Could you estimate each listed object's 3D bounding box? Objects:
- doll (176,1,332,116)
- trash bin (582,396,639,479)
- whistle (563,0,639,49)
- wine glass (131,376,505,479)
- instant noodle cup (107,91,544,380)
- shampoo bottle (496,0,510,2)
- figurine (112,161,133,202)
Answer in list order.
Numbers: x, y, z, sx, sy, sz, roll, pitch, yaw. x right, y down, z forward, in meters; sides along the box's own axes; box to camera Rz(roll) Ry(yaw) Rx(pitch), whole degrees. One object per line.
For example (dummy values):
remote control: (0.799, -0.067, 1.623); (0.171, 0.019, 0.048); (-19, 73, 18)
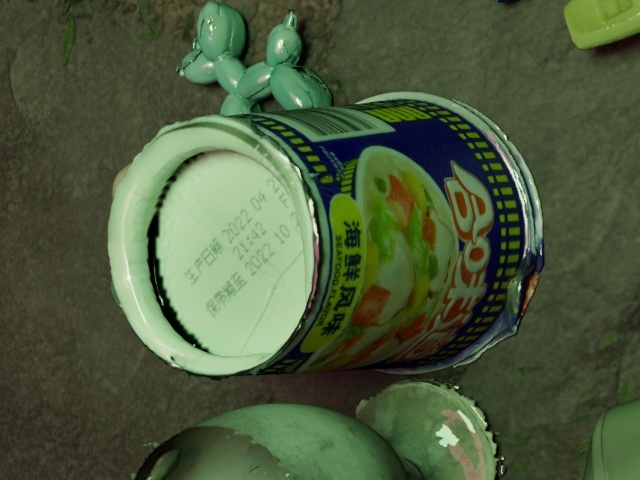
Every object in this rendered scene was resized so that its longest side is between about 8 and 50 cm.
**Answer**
doll: (-0.077, -0.170, 1.091); (0.159, 0.059, 0.159); (-19, 84, 32)
trash bin: (0.384, 0.167, 0.694); (0.432, 0.280, 0.280); (-35, 74, 24)
whistle: (0.318, -0.225, 0.815); (0.288, 0.106, 0.131); (-23, 73, 30)
wine glass: (0.005, 0.216, 0.880); (0.190, 0.357, 0.190); (0, 90, 29)
instant noodle cup: (0.000, 0.000, 0.899); (0.284, 0.312, 0.284); (2, 93, 32)
shampoo bottle: (0.160, -0.308, 0.943); (0.087, 0.050, 0.183); (-24, 79, 33)
figurine: (-0.132, 0.034, 1.084); (0.155, 0.127, 0.235); (-32, 67, 34)
